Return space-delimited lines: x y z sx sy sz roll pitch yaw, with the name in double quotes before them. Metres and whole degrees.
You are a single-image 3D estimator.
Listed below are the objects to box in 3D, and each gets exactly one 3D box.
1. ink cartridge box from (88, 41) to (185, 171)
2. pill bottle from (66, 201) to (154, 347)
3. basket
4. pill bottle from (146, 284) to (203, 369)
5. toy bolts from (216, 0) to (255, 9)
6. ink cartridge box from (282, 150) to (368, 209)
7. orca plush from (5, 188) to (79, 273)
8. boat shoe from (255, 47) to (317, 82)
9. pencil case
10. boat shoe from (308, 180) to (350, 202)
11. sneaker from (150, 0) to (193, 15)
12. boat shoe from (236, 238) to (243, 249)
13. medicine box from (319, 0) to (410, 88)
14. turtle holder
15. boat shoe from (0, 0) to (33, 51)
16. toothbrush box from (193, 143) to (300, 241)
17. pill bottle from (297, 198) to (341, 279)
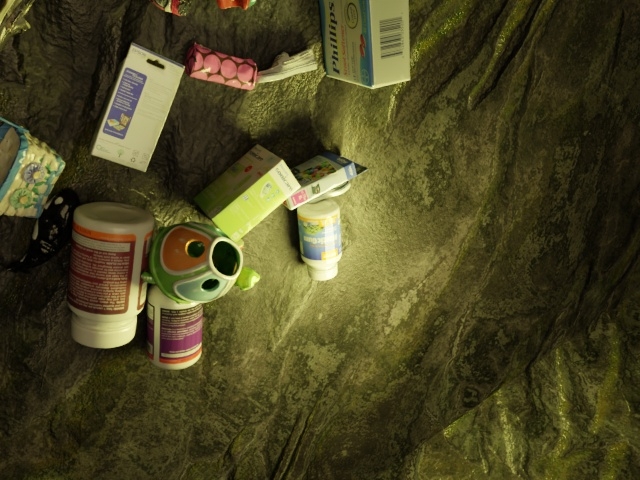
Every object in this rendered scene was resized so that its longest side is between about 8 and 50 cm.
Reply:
"ink cartridge box" -0.525 -0.378 1.610 0.165 0.065 0.333 18 103 -34
"pill bottle" -0.628 0.102 1.672 0.223 0.224 0.393 2 110 -31
"basket" -0.828 -0.196 1.433 0.288 0.201 0.255 21 101 -45
"pill bottle" -0.478 0.247 1.850 0.181 0.181 0.323 -4 114 -28
"toy bolts" -0.192 -0.761 1.551 0.159 0.218 0.229 -57 156 -48
"ink cartridge box" -0.014 -0.218 1.901 0.310 0.185 0.065 -27 121 -18
"orca plush" -0.782 -0.012 1.605 0.287 0.102 0.151 -44 126 -5
"boat shoe" -0.115 -0.551 1.767 0.226 0.083 0.076 -26 113 -32
"pencil case" -0.291 -0.514 1.667 0.209 0.095 0.098 5 109 -34
"boat shoe" 0.022 -0.200 2.004 0.183 0.065 0.083 -22 123 -19
"sneaker" -0.375 -0.762 1.495 0.111 0.121 0.300 20 93 1
"boat shoe" -0.329 0.028 1.922 0.136 0.049 0.043 -15 157 -24
"medicine box" 0.133 -0.631 1.732 0.149 0.289 0.264 -20 120 -24
"turtle holder" -0.340 0.086 1.666 0.320 0.227 0.243 59 40 -30
"boat shoe" -0.754 -0.548 1.391 0.073 0.080 0.224 24 94 -30
"toothbrush box" -0.237 -0.152 1.791 0.283 0.206 0.122 -40 125 -7
"pill bottle" 0.000 0.000 2.030 0.152 0.152 0.272 -16 118 -23
